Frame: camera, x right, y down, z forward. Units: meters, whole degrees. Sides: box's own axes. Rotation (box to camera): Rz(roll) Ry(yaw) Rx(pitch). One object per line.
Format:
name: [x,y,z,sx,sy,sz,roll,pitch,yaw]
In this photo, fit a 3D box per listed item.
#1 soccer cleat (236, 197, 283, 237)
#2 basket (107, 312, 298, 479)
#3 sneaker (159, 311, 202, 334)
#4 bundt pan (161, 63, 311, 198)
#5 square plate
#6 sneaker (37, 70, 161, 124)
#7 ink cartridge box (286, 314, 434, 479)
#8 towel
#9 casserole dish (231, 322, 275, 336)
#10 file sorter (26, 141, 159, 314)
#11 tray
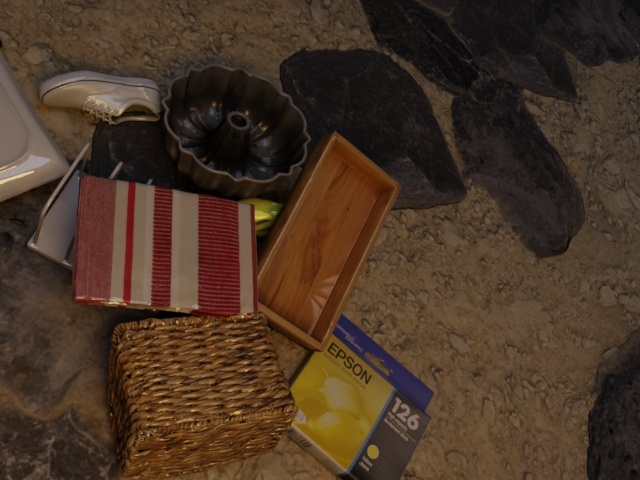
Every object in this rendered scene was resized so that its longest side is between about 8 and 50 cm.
soccer cleat: [-0.053,-0.046,1.576,0.289,0.121,0.093,17,61,-21]
basket: [-0.225,0.280,1.291,0.299,0.213,0.223,-3,51,-29]
sneaker: [-0.220,0.103,1.389,0.108,0.121,0.302,29,65,2]
bundt pan: [-0.196,-0.223,1.562,0.330,0.124,0.331,14,52,-18]
square plate: [-0.695,-0.199,1.296,0.347,0.049,0.344,-29,78,-24]
sneaker: [-0.451,-0.292,1.492,0.258,0.094,0.091,-7,67,-31]
ink cartridge box: [0.085,0.342,1.507,0.303,0.072,0.307,41,57,-6]
towel: [-0.270,0.015,1.278,0.329,0.037,0.237,9,64,-27]
casserole dish: [-0.154,0.124,1.496,0.114,0.037,0.188,-1,68,-28]
file sorter: [-0.374,-0.024,1.363,0.277,0.173,0.193,30,57,-14]
tray: [0.000,0.000,1.484,0.203,0.076,0.411,36,68,-24]
